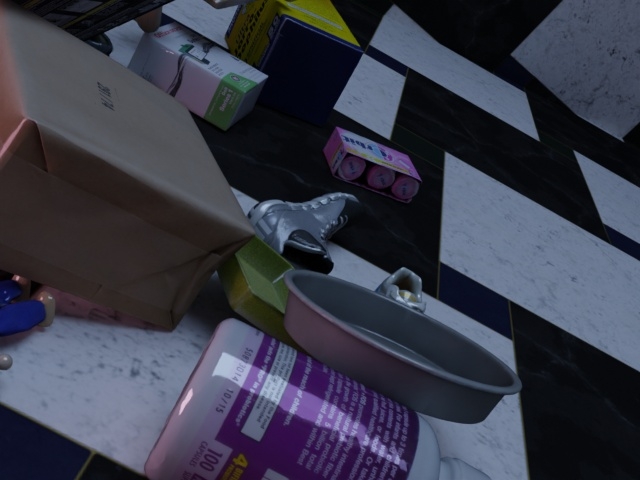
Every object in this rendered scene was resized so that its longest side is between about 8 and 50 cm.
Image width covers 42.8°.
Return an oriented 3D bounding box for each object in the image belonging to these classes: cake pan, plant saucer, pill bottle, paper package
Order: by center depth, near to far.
[{"bbox_3d":[0.004,0.212,0.768,0.301,0.169,0.169,28,26,-4],"label":"pill bottle"},{"bbox_3d":[0.083,0.119,0.928,0.293,0.054,0.293,24,8,-3],"label":"cake pan"},{"bbox_3d":[-0.274,-0.094,0.958,0.309,0.168,0.325,27,21,-40],"label":"paper package"},{"bbox_3d":[-0.074,0.060,1.041,0.188,0.045,0.188,43,12,-42],"label":"plant saucer"}]

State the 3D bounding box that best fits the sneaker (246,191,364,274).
[{"bbox_3d":[0.000,0.000,1.261,0.228,0.086,0.132,-9,50,-39],"label":"sneaker"}]

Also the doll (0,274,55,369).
[{"bbox_3d":[-0.338,0.083,0.776,0.129,0.046,0.189,37,26,15],"label":"doll"}]

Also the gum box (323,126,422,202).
[{"bbox_3d":[0.108,-0.150,1.650,0.188,0.062,0.107,18,28,-24],"label":"gum box"}]

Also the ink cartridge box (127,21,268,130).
[{"bbox_3d":[-0.232,-0.315,1.551,0.219,0.092,0.160,30,25,-1],"label":"ink cartridge box"}]

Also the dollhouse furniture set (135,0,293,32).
[{"bbox_3d":[-0.294,-0.535,1.626,0.394,0.256,0.362,40,45,25],"label":"dollhouse furniture set"}]

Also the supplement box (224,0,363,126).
[{"bbox_3d":[-0.071,-0.444,1.836,0.195,0.194,0.356,18,28,-25],"label":"supplement box"}]

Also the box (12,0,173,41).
[{"bbox_3d":[-0.418,-0.332,1.103,0.318,0.395,0.097,-15,94,-54],"label":"box"}]

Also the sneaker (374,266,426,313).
[{"bbox_3d":[0.095,0.117,1.123,0.087,0.092,0.229,29,27,-7],"label":"sneaker"}]

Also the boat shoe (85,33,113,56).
[{"bbox_3d":[-0.436,-0.375,1.443,0.114,0.091,0.302,4,37,-44],"label":"boat shoe"}]
